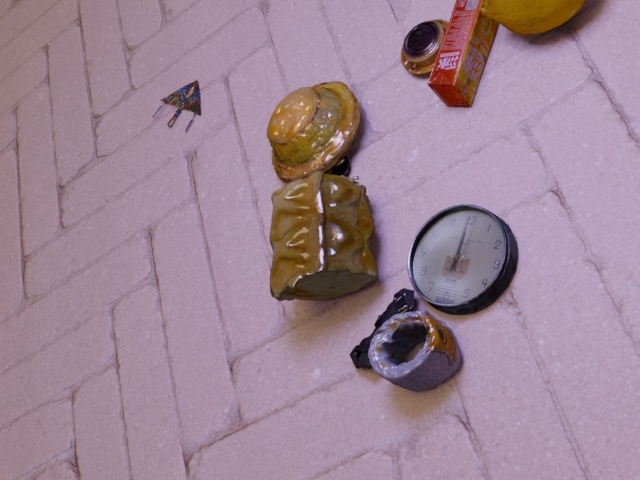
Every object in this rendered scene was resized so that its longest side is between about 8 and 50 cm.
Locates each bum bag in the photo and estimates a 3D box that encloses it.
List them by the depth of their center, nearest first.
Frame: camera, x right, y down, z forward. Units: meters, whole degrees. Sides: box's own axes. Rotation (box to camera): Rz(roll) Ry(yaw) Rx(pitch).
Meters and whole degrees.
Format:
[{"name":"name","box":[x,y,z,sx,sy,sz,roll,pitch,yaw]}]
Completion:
[{"name":"bum bag","box":[0.126,0.177,1.727,0.198,0.049,0.087,-54,26,3]}]

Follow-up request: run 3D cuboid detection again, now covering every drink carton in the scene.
[{"name":"drink carton","box":[0.312,-0.411,1.857,0.071,0.096,0.223,10,75,38]}]

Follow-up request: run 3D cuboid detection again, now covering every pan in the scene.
[{"name":"pan","box":[0.045,-0.147,1.970,0.068,0.023,0.115,-26,52,23]}]

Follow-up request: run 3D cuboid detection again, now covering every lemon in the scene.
[{"name":"lemon","box":[0.450,-0.523,1.752,0.256,0.188,0.188,-24,56,21]}]

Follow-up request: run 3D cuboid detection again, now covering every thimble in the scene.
[{"name":"thimble","box":[0.182,0.213,1.635,0.151,0.118,0.127,-32,53,22]}]

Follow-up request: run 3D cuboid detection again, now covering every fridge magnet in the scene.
[{"name":"fridge magnet","box":[0.243,-0.444,1.946,0.143,0.063,0.143,-18,59,33]}]

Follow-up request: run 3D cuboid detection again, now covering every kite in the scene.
[{"name":"kite","box":[-0.388,-0.387,2.415,0.183,0.010,0.160,25,81,38]}]

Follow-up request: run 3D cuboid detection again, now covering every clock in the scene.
[{"name":"clock","box":[0.278,0.035,1.697,0.226,0.049,0.226,-15,61,30]}]

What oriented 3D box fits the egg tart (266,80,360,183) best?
[{"name":"egg tart","box":[-0.030,-0.271,2.018,0.288,0.118,0.288,-27,44,30]}]

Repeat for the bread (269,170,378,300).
[{"name":"bread","box":[0.005,-0.002,1.817,0.196,0.238,0.252,125,140,-55]}]
